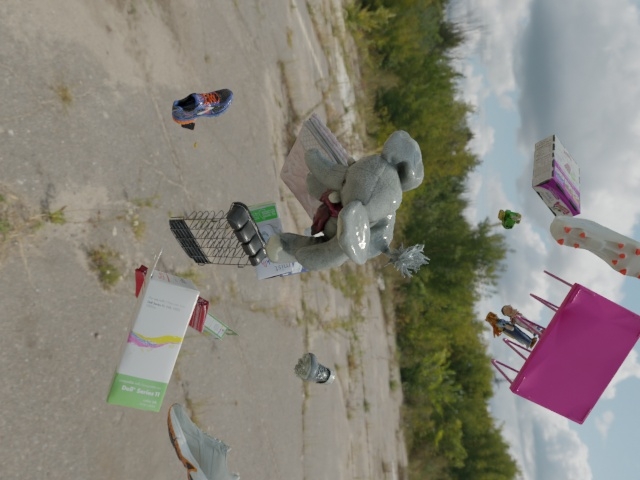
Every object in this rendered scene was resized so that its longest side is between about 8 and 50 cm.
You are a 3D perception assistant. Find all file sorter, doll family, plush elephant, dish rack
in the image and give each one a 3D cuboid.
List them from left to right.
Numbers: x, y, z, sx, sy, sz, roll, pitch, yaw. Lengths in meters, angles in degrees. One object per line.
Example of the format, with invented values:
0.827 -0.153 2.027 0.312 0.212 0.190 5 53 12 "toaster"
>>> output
-0.307 -0.009 1.460 0.074 0.272 0.208 -63 142 -42 "dish rack"
0.059 -0.074 0.947 0.271 0.330 0.255 -54 156 -30 "plush elephant"
0.616 0.282 1.600 0.118 0.163 0.263 -56 161 3 "doll family"
0.589 0.248 1.216 0.290 0.202 0.182 -62 -171 9 "file sorter"

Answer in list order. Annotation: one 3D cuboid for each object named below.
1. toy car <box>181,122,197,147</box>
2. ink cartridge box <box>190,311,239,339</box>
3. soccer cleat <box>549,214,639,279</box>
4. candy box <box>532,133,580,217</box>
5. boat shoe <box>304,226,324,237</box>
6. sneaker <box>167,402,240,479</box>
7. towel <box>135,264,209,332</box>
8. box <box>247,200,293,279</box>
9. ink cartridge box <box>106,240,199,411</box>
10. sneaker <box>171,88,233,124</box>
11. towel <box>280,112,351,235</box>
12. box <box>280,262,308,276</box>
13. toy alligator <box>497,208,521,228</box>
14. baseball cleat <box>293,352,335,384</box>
-0.573 -0.463 2.155 0.040 0.060 0.121 -160 -115 -73 "toy car"
-0.428 0.334 1.909 0.209 0.109 0.062 42 58 -23 "ink cartridge box"
0.514 0.004 0.891 0.076 0.196 0.068 -54 167 -54 "soccer cleat"
0.727 -0.195 1.521 0.159 0.071 0.233 44 47 -19 "candy box"
0.000 0.000 1.753 0.066 0.063 0.184 -59 147 5 "boat shoe"
-0.299 0.527 1.257 0.262 0.121 0.099 59 -32 17 "sneaker"
-0.517 0.206 1.703 0.031 0.275 0.198 -59 176 -42 "towel"
-0.183 -0.009 1.678 0.262 0.127 0.231 -141 -142 -79 "box"
-0.380 0.188 1.161 0.207 0.119 0.353 11 -98 70 "ink cartridge box"
-0.399 -0.462 1.673 0.083 0.221 0.087 62 -12 13 "sneaker"
0.018 -0.145 1.412 0.331 0.053 0.317 54 -28 11 "towel"
-0.073 0.081 2.162 0.036 0.225 0.136 48 -47 40 "box"
0.542 -0.054 1.416 0.190 0.056 0.051 -36 137 -73 "toy alligator"
-0.008 0.330 1.263 0.206 0.110 0.072 129 -22 -76 "baseball cleat"
